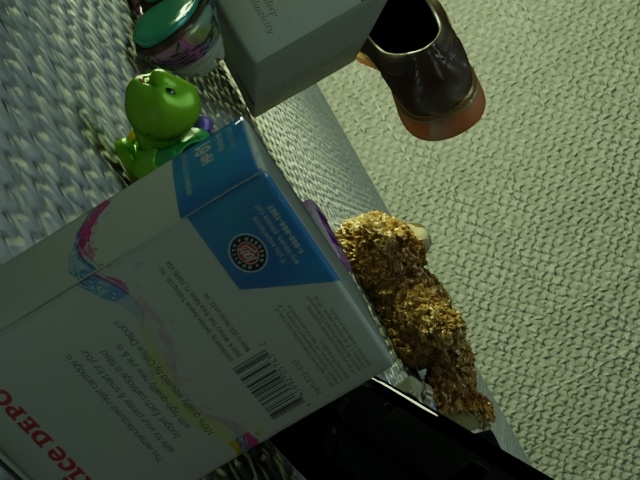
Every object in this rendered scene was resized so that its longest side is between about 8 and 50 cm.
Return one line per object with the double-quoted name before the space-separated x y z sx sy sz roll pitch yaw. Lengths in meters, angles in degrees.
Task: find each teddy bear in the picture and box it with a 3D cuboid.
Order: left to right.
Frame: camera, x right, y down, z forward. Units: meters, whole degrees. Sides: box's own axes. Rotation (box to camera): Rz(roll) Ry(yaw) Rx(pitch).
"teddy bear" 0.145 0.106 1.431 0.338 0.113 0.245 63 6 19

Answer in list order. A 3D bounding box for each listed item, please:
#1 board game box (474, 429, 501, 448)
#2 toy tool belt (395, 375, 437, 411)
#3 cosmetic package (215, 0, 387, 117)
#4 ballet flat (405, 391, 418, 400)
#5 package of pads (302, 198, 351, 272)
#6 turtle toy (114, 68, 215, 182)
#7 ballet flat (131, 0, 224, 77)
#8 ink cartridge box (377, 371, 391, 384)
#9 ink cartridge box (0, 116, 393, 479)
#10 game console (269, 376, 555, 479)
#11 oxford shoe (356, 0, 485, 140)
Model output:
"board game box" 0.157 0.275 0.922 0.170 0.048 0.141 -111 -171 -49
"toy tool belt" 0.100 0.177 1.085 0.051 0.052 0.083 49 11 -16
"cosmetic package" -0.057 -0.275 1.115 0.217 0.156 0.385 60 -2 1
"ballet flat" 0.089 0.213 0.887 0.250 0.058 0.084 -114 -177 -59
"package of pads" 0.000 0.000 1.159 0.083 0.032 0.050 63 7 23
"turtle toy" -0.082 -0.045 0.652 0.130 0.066 0.095 55 9 -35
"ballet flat" -0.122 -0.186 0.920 0.079 0.076 0.221 59 3 -33
"ink cartridge box" 0.008 0.101 0.732 0.099 0.056 0.135 64 9 22
"ink cartridge box" -0.052 0.031 0.356 0.089 0.122 0.052 56 4 -30
"game console" 0.039 0.105 0.458 0.213 0.044 0.361 52 -14 -26
"oxford shoe" 0.091 -0.271 1.276 0.133 0.130 0.364 61 1 -42
